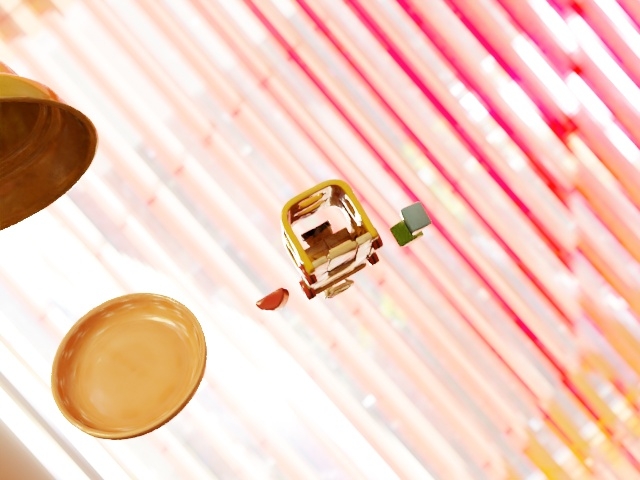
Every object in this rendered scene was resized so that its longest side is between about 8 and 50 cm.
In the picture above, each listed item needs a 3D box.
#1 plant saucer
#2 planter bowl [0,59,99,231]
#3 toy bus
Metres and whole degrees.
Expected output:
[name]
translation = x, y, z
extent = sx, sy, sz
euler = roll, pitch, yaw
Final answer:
[plant saucer]
translation = -0.229, 0.156, 1.963
extent = 0.200, 0.200, 0.037
euler = 46, -10, 36
[planter bowl]
translation = -0.273, -0.078, 1.134
extent = 0.217, 0.217, 0.090
euler = 56, 11, -70
[toy bus]
translation = 0.005, -0.005, 1.874
extent = 0.191, 0.202, 0.104
euler = -17, 75, -51
